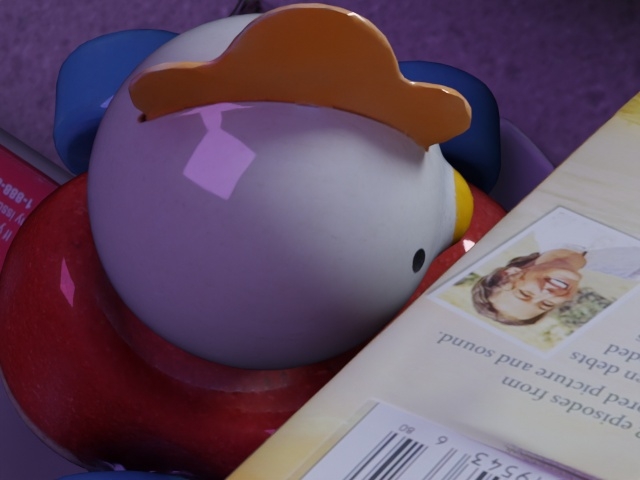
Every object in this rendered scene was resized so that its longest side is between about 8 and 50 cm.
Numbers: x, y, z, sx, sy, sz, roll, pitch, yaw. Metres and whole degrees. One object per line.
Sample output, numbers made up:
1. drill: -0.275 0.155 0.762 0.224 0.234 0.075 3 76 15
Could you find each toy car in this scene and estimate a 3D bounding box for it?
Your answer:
1. toy car: 0.000 0.000 0.566 0.210 0.238 0.219 6 64 -10

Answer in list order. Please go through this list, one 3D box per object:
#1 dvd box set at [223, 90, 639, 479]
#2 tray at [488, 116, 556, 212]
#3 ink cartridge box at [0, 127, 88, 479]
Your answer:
1. dvd box set: 0.194 0.043 0.463 0.307 0.062 0.420 18 41 32
2. tray: 0.025 0.088 0.714 0.270 0.030 0.145 -44 59 9
3. ink cartridge box: -0.219 0.085 0.790 0.226 0.131 0.306 30 88 33
